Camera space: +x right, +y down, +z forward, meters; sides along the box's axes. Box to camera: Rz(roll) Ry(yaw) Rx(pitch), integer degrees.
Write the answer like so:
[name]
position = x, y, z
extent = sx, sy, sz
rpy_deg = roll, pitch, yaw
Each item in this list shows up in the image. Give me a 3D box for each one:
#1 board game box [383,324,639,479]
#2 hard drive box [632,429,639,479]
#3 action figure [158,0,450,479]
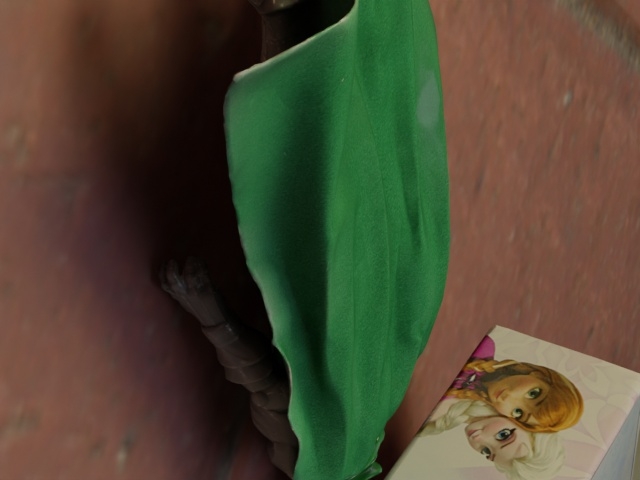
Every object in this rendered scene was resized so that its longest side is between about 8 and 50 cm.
[board game box]
position = 0.016, 0.247, 0.633
extent = 0.319, 0.066, 0.318
rpy_deg = -49, 149, -42
[hard drive box]
position = 0.174, 0.214, 0.834
extent = 0.232, 0.089, 0.181
rpy_deg = -74, 166, -58
[action figure]
position = 0.000, 0.000, 0.524
extent = 0.137, 0.063, 0.232
rpy_deg = -53, 152, -40
